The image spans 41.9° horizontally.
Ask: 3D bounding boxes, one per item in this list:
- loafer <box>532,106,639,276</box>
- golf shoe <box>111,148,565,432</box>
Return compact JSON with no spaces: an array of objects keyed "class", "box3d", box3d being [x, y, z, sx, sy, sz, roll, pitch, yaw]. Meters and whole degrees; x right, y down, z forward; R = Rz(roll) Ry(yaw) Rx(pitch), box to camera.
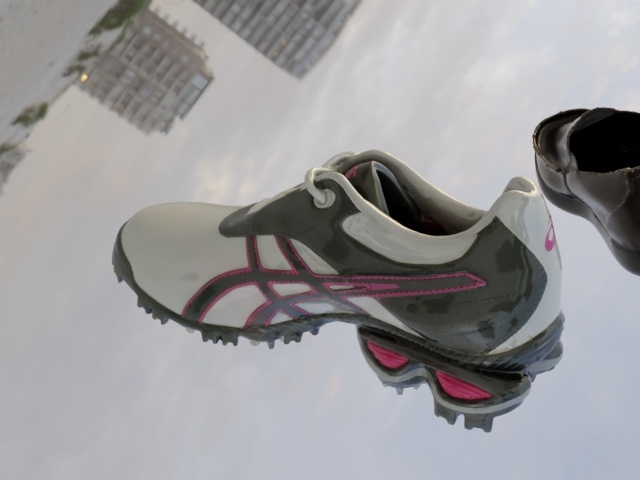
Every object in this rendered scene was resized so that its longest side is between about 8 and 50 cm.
[{"class":"loafer","box3d":[0.193,-0.056,0.545,0.080,0.078,0.220,-22,-158,3]},{"class":"golf shoe","box3d":[0.000,0.000,0.458,0.273,0.120,0.105,12,-148,26]}]
